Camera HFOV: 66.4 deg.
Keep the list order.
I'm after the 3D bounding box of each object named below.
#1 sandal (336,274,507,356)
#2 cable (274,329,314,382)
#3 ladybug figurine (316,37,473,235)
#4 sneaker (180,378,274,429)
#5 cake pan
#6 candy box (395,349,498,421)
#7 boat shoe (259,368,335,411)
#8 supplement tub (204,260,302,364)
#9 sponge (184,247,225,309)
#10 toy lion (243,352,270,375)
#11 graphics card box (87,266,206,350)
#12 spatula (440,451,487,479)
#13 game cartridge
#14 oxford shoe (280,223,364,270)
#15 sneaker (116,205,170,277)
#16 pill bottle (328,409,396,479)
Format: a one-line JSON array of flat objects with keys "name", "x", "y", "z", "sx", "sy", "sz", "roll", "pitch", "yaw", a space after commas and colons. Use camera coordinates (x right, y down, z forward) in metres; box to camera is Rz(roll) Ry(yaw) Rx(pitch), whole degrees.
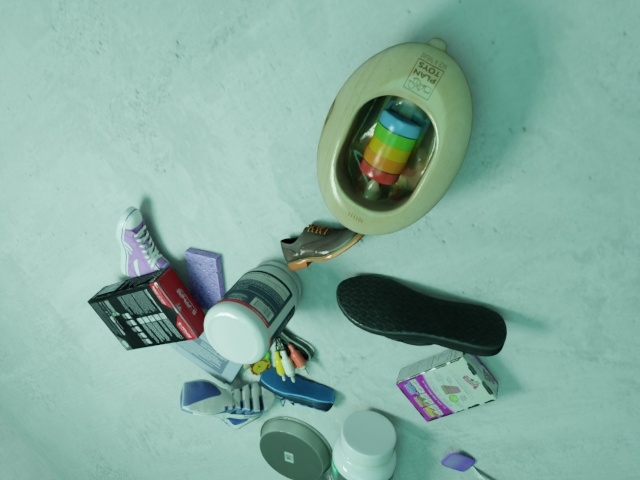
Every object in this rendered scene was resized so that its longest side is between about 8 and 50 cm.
[{"name": "sandal", "x": 0.246, "y": 0.215, "z": 1.276, "sx": 0.445, "sy": 0.168, "sz": 0.107, "roll": 16, "pitch": 139, "yaw": 16}, {"name": "cable", "x": -0.125, "y": 0.312, "z": 1.536, "sx": 0.139, "sy": 0.072, "sz": 0.287, "roll": -23, "pitch": 106, "yaw": 26}, {"name": "ladybug figurine", "x": 0.162, "y": -0.218, "z": 1.068, "sx": 0.305, "sy": 0.162, "sz": 0.450, "roll": 32, "pitch": 125, "yaw": 5}, {"name": "sneaker", "x": -0.331, "y": 0.587, "z": 1.703, "sx": 0.315, "sy": 0.128, "sz": 0.182, "roll": 8, "pitch": 134, "yaw": -14}, {"name": "cake pan", "x": -0.100, "y": 0.771, "z": 1.785, "sx": 0.292, "sy": 0.054, "sz": 0.294, "roll": 11, "pitch": 121, "yaw": 19}, {"name": "candy box", "x": 0.353, "y": 0.403, "z": 1.377, "sx": 0.233, "sy": 0.071, "sz": 0.159, "roll": -33, "pitch": 100, "yaw": 34}, {"name": "boat shoe", "x": -0.085, "y": 0.508, "z": 1.606, "sx": 0.258, "sy": 0.109, "sz": 0.089, "roll": 20, "pitch": 126, "yaw": 15}, {"name": "supplement tub", "x": -0.180, "y": 0.194, "z": 1.373, "sx": 0.191, "sy": 0.272, "sz": 0.191, "roll": 10, "pitch": 120, "yaw": 18}, {"name": "sponge", "x": -0.367, "y": 0.130, "z": 1.567, "sx": 0.117, "sy": 0.031, "sz": 0.210, "roll": 10, "pitch": 121, "yaw": 18}, {"name": "toy lion", "x": -0.204, "y": 0.403, "z": 1.627, "sx": 0.096, "sy": 0.034, "sz": 0.100, "roll": 31, "pitch": 101, "yaw": -32}, {"name": "graphics card box", "x": -0.564, "y": 0.233, "z": 1.599, "sx": 0.370, "sy": 0.094, "sz": 0.233, "roll": -17, "pitch": 115, "yaw": 32}, {"name": "spatula", "x": 0.513, "y": 0.744, "z": 1.518, "sx": 0.296, "sy": 0.030, "sz": 0.084, "roll": 31, "pitch": 125, "yaw": 5}, {"name": "game cartridge", "x": -0.394, "y": 0.360, "z": 1.691, "sx": 0.294, "sy": 0.060, "sz": 0.196, "roll": 34, "pitch": 128, "yaw": 3}, {"name": "oxford shoe", "x": 0.000, "y": 0.000, "z": 1.301, "sx": 0.271, "sy": 0.097, "sz": 0.099, "roll": -22, "pitch": 100, "yaw": 31}, {"name": "sneaker", "x": -0.548, "y": 0.023, "z": 1.555, "sx": 0.160, "sy": 0.102, "sz": 0.282, "roll": 21, "pitch": 134, "yaw": 8}, {"name": "pill bottle", "x": 0.133, "y": 0.736, "z": 1.575, "sx": 0.204, "sy": 0.204, "sz": 0.362, "roll": 14, "pitch": 121, "yaw": 16}]
